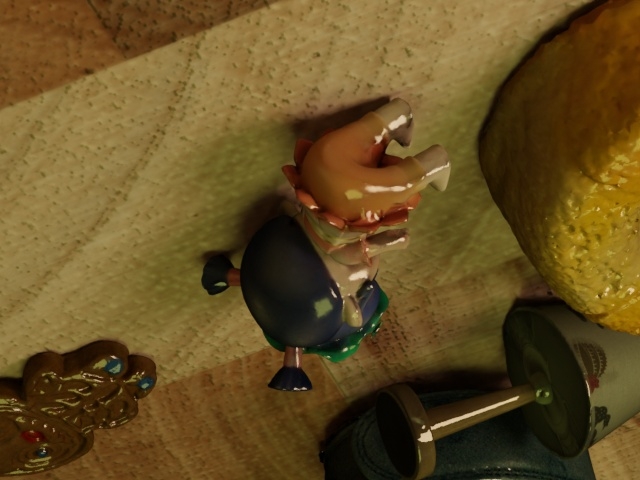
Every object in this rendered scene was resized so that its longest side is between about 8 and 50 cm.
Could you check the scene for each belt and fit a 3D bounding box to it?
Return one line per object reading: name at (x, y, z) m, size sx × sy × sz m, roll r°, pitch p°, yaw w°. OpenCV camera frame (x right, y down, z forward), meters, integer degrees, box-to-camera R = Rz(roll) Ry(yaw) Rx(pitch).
belt at (0.111, 0.208, 1.299) m, size 0.206 × 0.116 × 0.267 m, roll -32°, pitch 144°, yaw 30°

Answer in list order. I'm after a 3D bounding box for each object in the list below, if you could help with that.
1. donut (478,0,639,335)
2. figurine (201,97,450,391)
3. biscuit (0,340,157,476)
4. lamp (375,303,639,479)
donut at (0.254, -0.042, 1.021) m, size 0.303 × 0.110 × 0.303 m, roll -9°, pitch 144°, yaw -7°
figurine at (0.000, 0.000, 1.005) m, size 0.102 × 0.111 × 0.195 m, roll -17°, pitch 145°, yaw -29°
biscuit at (-0.201, 0.128, 1.153) m, size 0.175 × 0.026 × 0.124 m, roll -31°, pitch 142°, yaw 22°
lamp at (0.152, 0.111, 1.175) m, size 0.215 × 0.121 × 0.121 m, roll -15°, pitch 146°, yaw -19°
